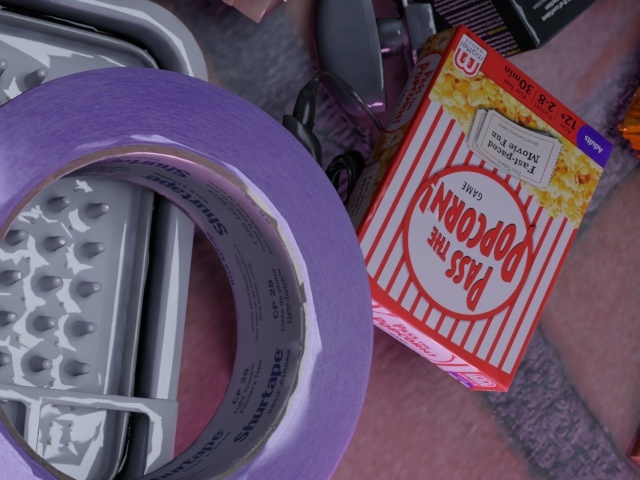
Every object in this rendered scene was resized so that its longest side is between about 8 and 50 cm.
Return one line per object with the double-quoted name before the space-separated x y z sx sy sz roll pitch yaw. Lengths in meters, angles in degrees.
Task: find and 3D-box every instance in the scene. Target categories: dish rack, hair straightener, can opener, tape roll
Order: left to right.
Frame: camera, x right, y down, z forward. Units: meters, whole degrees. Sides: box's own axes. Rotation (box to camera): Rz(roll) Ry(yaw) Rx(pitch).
"dish rack" -0.216 0.004 0.771 0.285 0.072 0.333 10 81 -27
"tape roll" -0.109 0.047 0.736 0.274 0.090 0.275 4 81 -29
"hair straightener" 0.000 0.000 0.898 0.089 0.047 0.230 10 83 -26
"can opener" 0.059 -0.053 0.943 0.095 0.076 0.284 -9 90 3

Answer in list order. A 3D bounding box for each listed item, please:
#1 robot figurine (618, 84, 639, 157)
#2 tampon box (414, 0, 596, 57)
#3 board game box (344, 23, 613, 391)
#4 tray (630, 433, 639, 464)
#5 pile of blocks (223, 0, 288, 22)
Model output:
"robot figurine" 0.365 -0.180 1.048 0.085 0.211 0.291 45 71 -37
"tampon box" 0.125 -0.226 0.964 0.120 0.101 0.161 -39 105 -26
"board game box" 0.096 -0.020 0.877 0.146 0.045 0.193 33 72 -22
"tray" 0.428 0.061 1.122 0.203 0.076 0.411 39 67 -20
"pile of blocks" -0.138 -0.224 0.779 0.362 0.113 0.149 -3 50 -39
